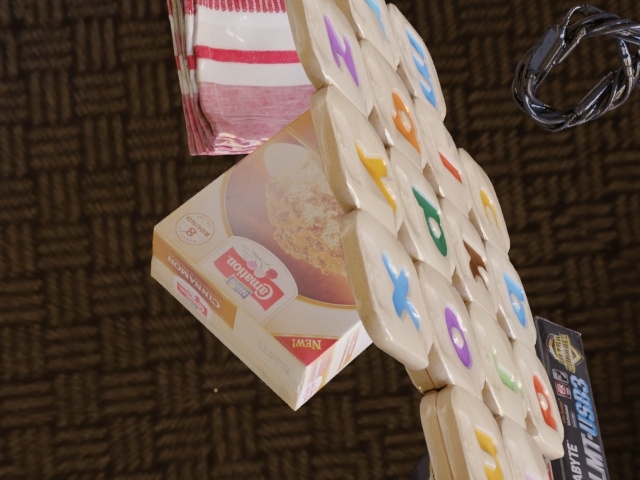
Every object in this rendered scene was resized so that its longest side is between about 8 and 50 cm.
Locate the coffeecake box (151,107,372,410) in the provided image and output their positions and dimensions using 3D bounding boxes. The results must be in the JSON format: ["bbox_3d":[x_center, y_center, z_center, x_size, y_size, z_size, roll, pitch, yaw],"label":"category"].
[{"bbox_3d":[0.000,0.000,0.973,0.142,0.068,0.185,41,62,16],"label":"coffeecake box"}]

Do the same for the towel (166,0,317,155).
[{"bbox_3d":[-0.042,-0.245,1.316,0.237,0.037,0.329,-8,89,-42],"label":"towel"}]

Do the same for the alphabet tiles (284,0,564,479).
[{"bbox_3d":[0.053,0.003,0.675,0.021,0.278,0.284,-21,66,18],"label":"alphabet tiles"}]

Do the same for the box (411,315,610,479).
[{"bbox_3d":[0.207,0.286,1.601,0.073,0.296,0.293,19,127,-16],"label":"box"}]

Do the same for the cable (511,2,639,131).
[{"bbox_3d":[0.314,-0.203,1.713,0.150,0.184,0.047,6,46,-22],"label":"cable"}]

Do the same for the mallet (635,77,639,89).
[{"bbox_3d":[0.468,-0.134,1.786,0.189,0.039,0.062,32,68,-5],"label":"mallet"}]
